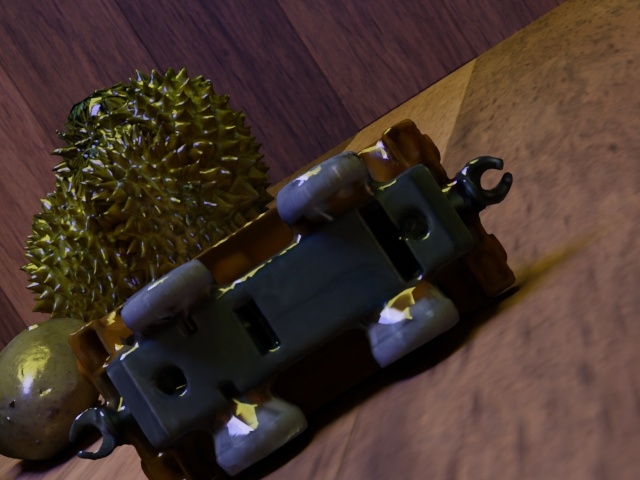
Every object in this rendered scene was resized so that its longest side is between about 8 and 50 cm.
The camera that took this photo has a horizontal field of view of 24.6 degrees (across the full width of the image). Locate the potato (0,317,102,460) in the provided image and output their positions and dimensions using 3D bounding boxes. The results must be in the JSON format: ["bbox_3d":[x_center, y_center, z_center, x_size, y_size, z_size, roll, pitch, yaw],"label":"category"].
[{"bbox_3d":[-0.201,0.111,1.045,0.105,0.085,0.188,-60,14,-25],"label":"potato"}]

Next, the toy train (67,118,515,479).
[{"bbox_3d":[-0.011,0.032,0.647,0.219,0.089,0.127,-34,-5,-2],"label":"toy train"}]

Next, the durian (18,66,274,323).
[{"bbox_3d":[-0.164,-0.029,1.443,0.291,0.225,0.291,-54,23,35],"label":"durian"}]
